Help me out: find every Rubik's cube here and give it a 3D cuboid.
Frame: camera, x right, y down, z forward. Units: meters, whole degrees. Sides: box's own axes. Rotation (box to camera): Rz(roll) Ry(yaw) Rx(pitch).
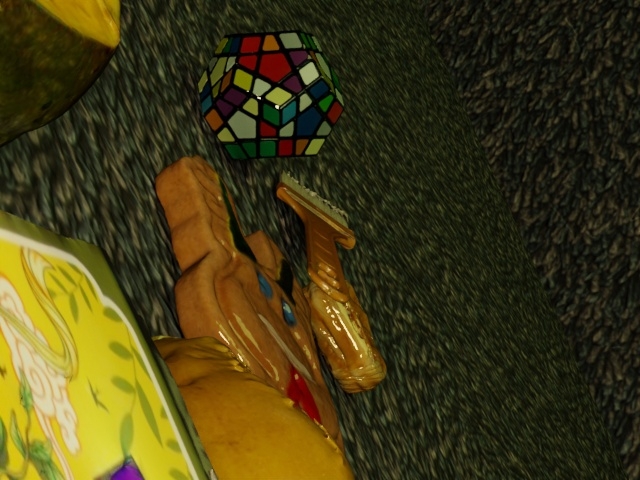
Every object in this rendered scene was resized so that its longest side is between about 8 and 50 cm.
[{"bbox_3d":[-0.044,-0.128,1.642,0.112,0.133,0.133,37,-4,36],"label":"Rubik's cube"}]

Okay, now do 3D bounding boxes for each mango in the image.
[{"bbox_3d":[-0.061,0.126,0.904,0.151,0.156,0.248,56,5,-23],"label":"mango"}]

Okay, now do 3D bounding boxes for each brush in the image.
[{"bbox_3d":[0.000,0.000,1.632,0.090,0.017,0.314,36,11,-12],"label":"brush"}]

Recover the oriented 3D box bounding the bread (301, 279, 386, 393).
[{"bbox_3d":[0.020,0.080,1.603,0.110,0.044,0.083,63,9,2],"label":"bread"}]

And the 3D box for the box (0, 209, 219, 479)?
[{"bbox_3d":[-0.139,0.151,0.589,0.373,0.138,0.420,65,12,19],"label":"box"}]

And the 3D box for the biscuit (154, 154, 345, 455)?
[{"bbox_3d":[-0.042,0.075,1.356,0.202,0.047,0.334,52,16,-38],"label":"biscuit"}]

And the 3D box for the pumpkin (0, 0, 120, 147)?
[{"bbox_3d":[-0.218,-0.174,0.984,0.190,0.139,0.280,30,36,-60],"label":"pumpkin"}]
